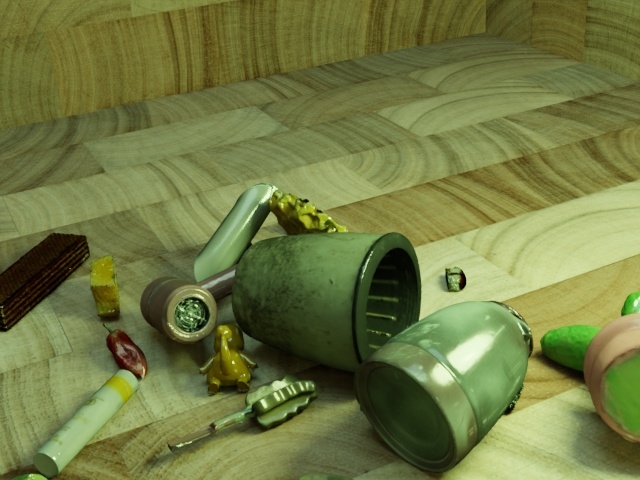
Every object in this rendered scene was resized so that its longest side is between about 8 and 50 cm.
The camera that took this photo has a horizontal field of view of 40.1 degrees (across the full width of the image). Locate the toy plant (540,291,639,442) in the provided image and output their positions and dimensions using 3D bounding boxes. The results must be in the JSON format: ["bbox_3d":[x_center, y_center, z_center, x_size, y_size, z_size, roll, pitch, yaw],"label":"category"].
[{"bbox_3d":[0.562,0.224,1.602,0.316,0.211,0.356,2,15,15],"label":"toy plant"}]

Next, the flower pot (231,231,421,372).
[{"bbox_3d":[0.008,0.120,1.812,0.330,0.294,0.293,4,27,32],"label":"flower pot"}]

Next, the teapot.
[{"bbox_3d":[0.225,0.235,1.592,0.312,0.233,0.315,-33,9,-32],"label":"teapot"}]

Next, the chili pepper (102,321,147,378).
[{"bbox_3d":[-0.415,0.237,1.871,0.059,0.050,0.191,-18,42,-31],"label":"chili pepper"}]

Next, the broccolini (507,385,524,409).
[{"bbox_3d":[0.286,0.282,1.675,0.201,0.058,0.074,3,21,11],"label":"broccolini"}]

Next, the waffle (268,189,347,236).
[{"bbox_3d":[0.008,0.006,2.036,0.062,0.329,0.329,-47,42,-13],"label":"waffle"}]

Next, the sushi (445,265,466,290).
[{"bbox_3d":[0.321,0.085,2.070,0.045,0.044,0.083,-3,29,3],"label":"sushi"}]

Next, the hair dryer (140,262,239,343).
[{"bbox_3d":[-0.209,0.096,1.919,0.352,0.125,0.210,-28,14,-20],"label":"hair dryer"}]

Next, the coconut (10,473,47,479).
[{"bbox_3d":[-0.484,0.428,1.457,0.087,0.096,0.088,12,22,-5],"label":"coconut"}]

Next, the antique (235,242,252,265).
[{"bbox_3d":[-0.218,0.026,2.205,0.104,0.104,0.104,-3,27,2],"label":"antique"}]

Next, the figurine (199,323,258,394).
[{"bbox_3d":[-0.192,0.221,1.791,0.121,0.122,0.176,-7,28,-1],"label":"figurine"}]

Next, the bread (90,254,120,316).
[{"bbox_3d":[-0.508,0.106,2.082,0.065,0.103,0.187,-10,32,-7],"label":"bread"}]

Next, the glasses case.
[{"bbox_3d":[-0.210,-0.007,2.096,0.083,0.128,0.308,34,73,-2],"label":"glasses case"}]

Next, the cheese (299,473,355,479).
[{"bbox_3d":[0.055,0.424,1.454,0.192,0.038,0.097,-2,28,2],"label":"cheese"}]

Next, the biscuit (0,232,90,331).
[{"bbox_3d":[-0.713,0.096,2.163,0.107,0.073,0.388,4,27,18],"label":"biscuit"}]

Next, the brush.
[{"bbox_3d":[-0.145,0.330,1.637,0.301,0.071,0.084,-21,20,-29],"label":"brush"}]

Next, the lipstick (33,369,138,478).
[{"bbox_3d":[-0.439,0.341,1.660,0.059,0.059,0.264,7,29,21],"label":"lipstick"}]
